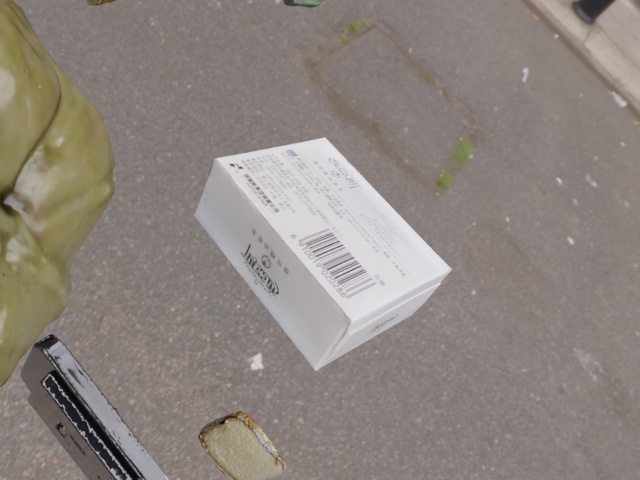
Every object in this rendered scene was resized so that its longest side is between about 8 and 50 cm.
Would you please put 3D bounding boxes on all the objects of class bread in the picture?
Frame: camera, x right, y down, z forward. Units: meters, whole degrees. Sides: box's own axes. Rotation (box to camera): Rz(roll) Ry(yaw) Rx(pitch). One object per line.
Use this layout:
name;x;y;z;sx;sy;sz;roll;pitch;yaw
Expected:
bread;-0.109;0.307;0.872;0.129;0.126;0.044;50;40;2

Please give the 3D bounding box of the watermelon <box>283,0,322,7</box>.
watermelon;0.061;-0.222;0.213;0.232;0.310;0.193;27;74;-36

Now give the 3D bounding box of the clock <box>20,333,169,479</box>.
clock;-0.350;0.282;0.873;0.049;0.279;0.273;-38;91;-37

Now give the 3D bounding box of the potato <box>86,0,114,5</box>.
potato;-0.194;-0.364;0.628;0.178;0.204;0.158;-105;169;-57

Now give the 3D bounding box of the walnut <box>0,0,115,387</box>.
walnut;-0.273;-0.036;0.327;0.277;0.282;0.253;23;3;13

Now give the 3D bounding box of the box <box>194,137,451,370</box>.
box;-0.001;0.002;0.774;0.203;0.116;0.274;-21;62;-43
